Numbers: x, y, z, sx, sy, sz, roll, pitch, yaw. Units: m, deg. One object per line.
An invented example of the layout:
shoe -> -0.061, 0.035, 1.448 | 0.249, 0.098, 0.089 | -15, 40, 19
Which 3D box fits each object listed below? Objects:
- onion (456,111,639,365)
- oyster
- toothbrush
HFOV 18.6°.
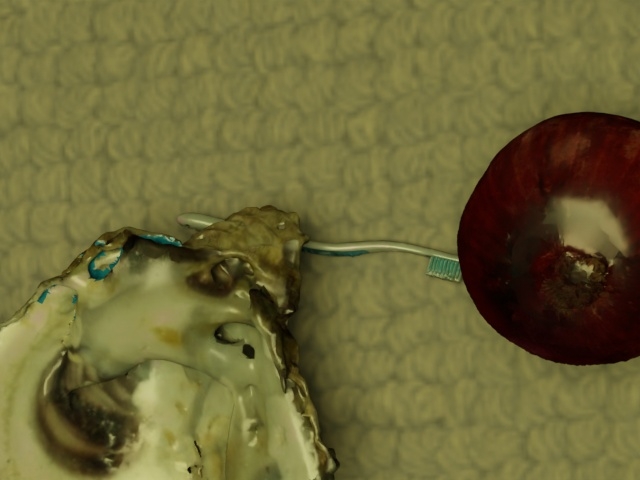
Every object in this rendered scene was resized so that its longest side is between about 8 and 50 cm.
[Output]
onion -> 0.135, 0.000, 0.976 | 0.131, 0.131, 0.131 | 0, 91, 12
oyster -> -0.097, 0.099, 1.044 | 0.223, 0.083, 0.214 | -8, 92, 13
toothbrush -> 0.000, 0.000, 1.062 | 0.162, 0.014, 0.017 | 12, 74, 13
